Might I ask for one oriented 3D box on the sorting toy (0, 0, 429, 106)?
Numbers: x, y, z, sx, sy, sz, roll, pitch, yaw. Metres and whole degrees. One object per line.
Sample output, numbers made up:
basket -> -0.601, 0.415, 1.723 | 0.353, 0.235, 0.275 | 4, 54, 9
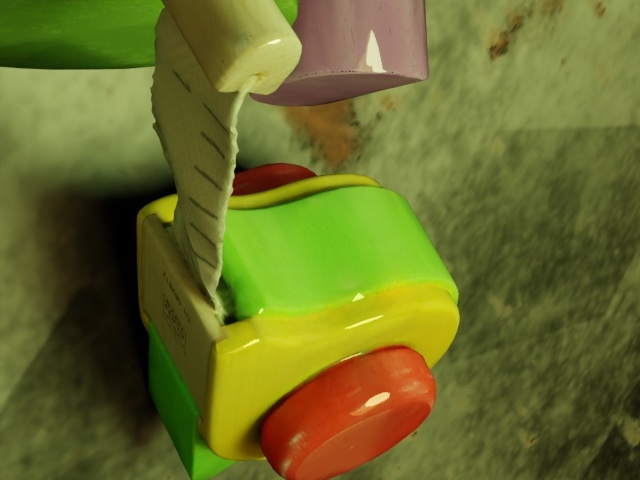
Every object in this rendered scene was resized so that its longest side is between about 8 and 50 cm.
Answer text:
sorting toy -> -0.088, -0.122, 0.440 | 0.365, 0.127, 0.126 | 4, 81, -52

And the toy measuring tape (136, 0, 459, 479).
toy measuring tape -> 0.000, 0.000, 0.528 | 0.121, 0.121, 0.330 | -40, 163, -23
